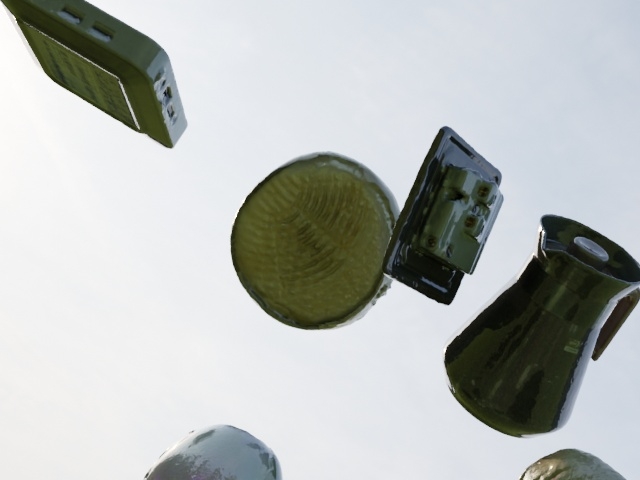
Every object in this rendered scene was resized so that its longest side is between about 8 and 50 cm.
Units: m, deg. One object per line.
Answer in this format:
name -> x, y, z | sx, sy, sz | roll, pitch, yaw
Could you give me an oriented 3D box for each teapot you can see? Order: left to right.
teapot -> 0.402, 0.153, 1.555 | 0.344, 0.300, 0.253 | -63, -143, 26

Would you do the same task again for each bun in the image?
bun -> 0.001, 0.004, 1.846 | 0.364, 0.364, 0.202 | 30, 5, 14
bun -> 0.381, 0.435, 1.310 | 0.244, 0.153, 0.244 | 51, -21, 28

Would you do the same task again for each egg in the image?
egg -> -0.152, 0.357, 1.165 | 0.183, 0.217, 0.183 | 15, -43, 14

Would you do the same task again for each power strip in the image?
power strip -> 0.222, -0.026, 1.452 | 0.092, 0.257, 0.251 | 21, -3, 29

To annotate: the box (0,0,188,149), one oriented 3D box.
box -> -0.445, -0.349, 1.768 | 0.373, 0.090, 0.367 | 32, -15, 9
